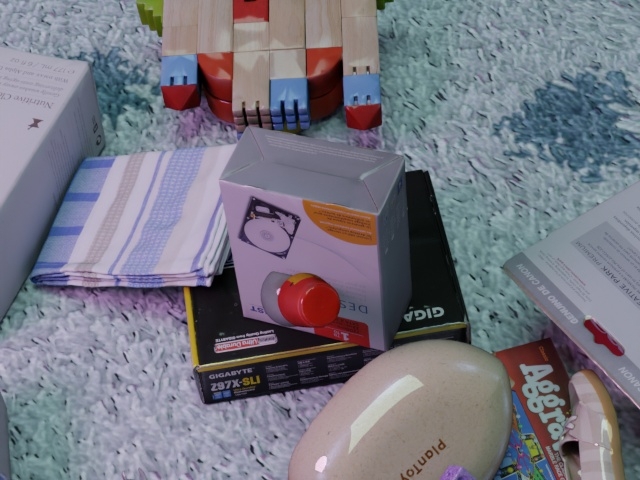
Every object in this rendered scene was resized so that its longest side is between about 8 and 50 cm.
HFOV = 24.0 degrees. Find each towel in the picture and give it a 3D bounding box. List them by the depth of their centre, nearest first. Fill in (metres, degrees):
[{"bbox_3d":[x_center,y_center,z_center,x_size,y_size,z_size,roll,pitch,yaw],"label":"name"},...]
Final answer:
[{"bbox_3d":[-0.215,-0.032,1.847,0.285,0.034,0.209,-2,54,32],"label":"towel"}]

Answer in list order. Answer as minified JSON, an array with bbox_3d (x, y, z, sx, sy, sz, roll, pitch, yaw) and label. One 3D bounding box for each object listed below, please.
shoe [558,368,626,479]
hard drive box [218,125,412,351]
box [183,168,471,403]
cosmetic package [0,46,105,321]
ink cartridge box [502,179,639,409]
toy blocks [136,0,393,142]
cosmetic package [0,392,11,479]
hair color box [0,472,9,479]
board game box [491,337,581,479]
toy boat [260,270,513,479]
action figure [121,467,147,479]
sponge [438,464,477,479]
[{"bbox_3d":[0.282,0.228,1.581,0.058,0.077,0.219,-2,50,-4],"label":"shoe"},{"bbox_3d":[0.000,0.000,1.643,0.181,0.232,0.089,12,52,17],"label":"hard drive box"},{"bbox_3d":[-0.002,0.049,1.805,0.322,0.079,0.257,-9,46,-2],"label":"box"},{"bbox_3d":[-0.448,-0.065,1.896,0.217,0.156,0.385,11,50,13],"label":"cosmetic package"},{"bbox_3d":[0.397,0.093,1.691,0.271,0.130,0.309,-28,52,-16],"label":"ink cartridge box"},{"bbox_3d":[-0.065,-0.237,2.020,0.381,0.191,0.261,-2,59,3],"label":"toy blocks"},{"bbox_3d":[-0.527,0.249,1.625,0.365,0.155,0.197,-10,48,-4],"label":"cosmetic package"},{"bbox_3d":[-0.415,0.394,1.471,0.347,0.174,0.105,-38,54,-26],"label":"hair color box"},{"bbox_3d":[0.236,0.235,1.649,0.145,0.027,0.281,-14,49,-8],"label":"board game box"},{"bbox_3d":[0.052,0.161,1.586,0.267,0.318,0.148,-36,11,-12],"label":"toy boat"},{"bbox_3d":[-0.211,0.362,1.495,0.099,0.185,0.285,-8,58,36],"label":"action figure"},{"bbox_3d":[0.116,0.341,1.496,0.210,0.117,0.031,-51,20,-23],"label":"sponge"}]
